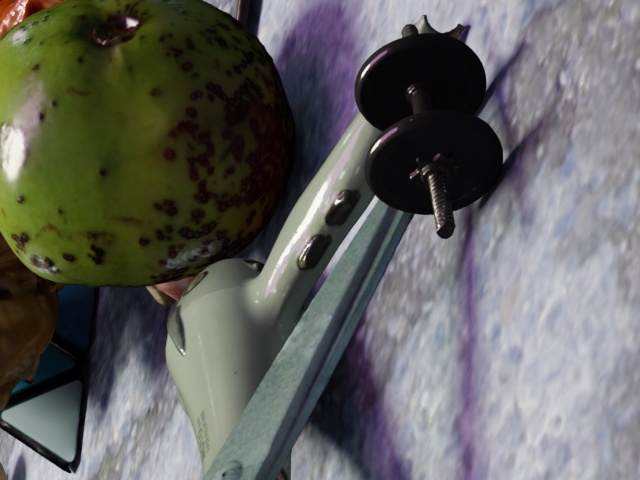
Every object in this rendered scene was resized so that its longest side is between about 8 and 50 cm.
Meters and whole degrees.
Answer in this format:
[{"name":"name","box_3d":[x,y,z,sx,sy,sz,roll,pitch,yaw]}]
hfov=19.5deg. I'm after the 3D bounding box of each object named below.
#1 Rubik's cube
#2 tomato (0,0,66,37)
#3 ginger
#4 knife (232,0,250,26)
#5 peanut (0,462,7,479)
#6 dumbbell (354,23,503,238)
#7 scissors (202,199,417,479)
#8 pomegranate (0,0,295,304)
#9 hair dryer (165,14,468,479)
[{"name":"Rubik's cube","box_3d":[-0.315,0.104,1.652,0.234,0.250,0.284,103,166,-64]},{"name":"tomato","box_3d":[-0.211,-0.203,1.594,0.228,0.101,0.227,-5,81,33]},{"name":"ginger","box_3d":[-0.246,-0.012,1.405,0.357,0.152,0.274,123,169,-72]},{"name":"knife","box_3d":[-0.059,-0.170,1.364,0.060,0.028,0.230,132,145,-72]},{"name":"peanut","box_3d":[-0.332,0.292,1.664,0.104,0.086,0.227,10,84,60]},{"name":"dumbbell","box_3d":[0.054,-0.058,0.935,0.147,0.069,0.069,-98,30,-43]},{"name":"scissors","box_3d":[-0.060,0.150,0.866,0.193,0.029,0.447,-6,48,53]},{"name":"pomegranate","box_3d":[-0.114,-0.042,1.216,0.214,0.214,0.247,-99,-4,-46]},{"name":"hair dryer","box_3d":[-0.009,0.031,0.995,0.267,0.092,0.229,-54,18,37]}]
